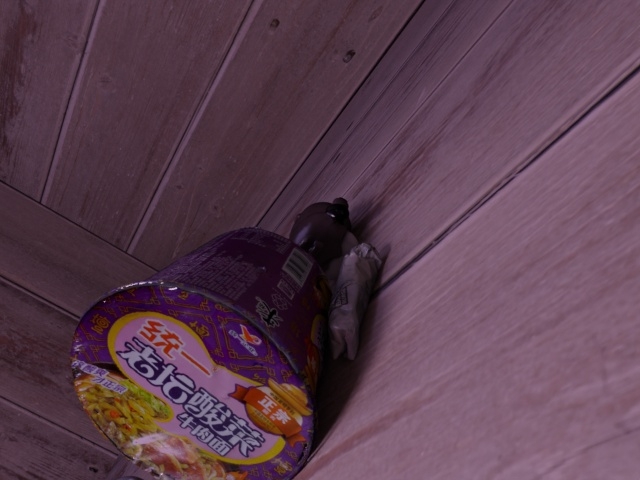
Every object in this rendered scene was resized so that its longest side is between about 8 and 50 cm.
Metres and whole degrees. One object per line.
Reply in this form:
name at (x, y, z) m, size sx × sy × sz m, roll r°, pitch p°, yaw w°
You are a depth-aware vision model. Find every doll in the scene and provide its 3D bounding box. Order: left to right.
doll at (-0.002, -0.001, 1.119) m, size 0.181 × 0.117 × 0.257 m, roll -58°, pitch 10°, yaw 9°

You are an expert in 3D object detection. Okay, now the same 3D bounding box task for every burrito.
burrito at (0.046, 0.079, 0.837) m, size 0.064 × 0.064 × 0.203 m, roll -48°, pitch 15°, yaw 42°

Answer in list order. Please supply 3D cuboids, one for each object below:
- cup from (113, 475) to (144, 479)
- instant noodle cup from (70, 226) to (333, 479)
cup at (-0.460, 0.635, 1.340) m, size 0.142 × 0.134 × 0.173 m, roll -41°, pitch 18°, yaw 51°
instant noodle cup at (-0.135, 0.146, 0.830) m, size 0.339 × 0.340 × 0.266 m, roll -52°, pitch 4°, yaw 28°
